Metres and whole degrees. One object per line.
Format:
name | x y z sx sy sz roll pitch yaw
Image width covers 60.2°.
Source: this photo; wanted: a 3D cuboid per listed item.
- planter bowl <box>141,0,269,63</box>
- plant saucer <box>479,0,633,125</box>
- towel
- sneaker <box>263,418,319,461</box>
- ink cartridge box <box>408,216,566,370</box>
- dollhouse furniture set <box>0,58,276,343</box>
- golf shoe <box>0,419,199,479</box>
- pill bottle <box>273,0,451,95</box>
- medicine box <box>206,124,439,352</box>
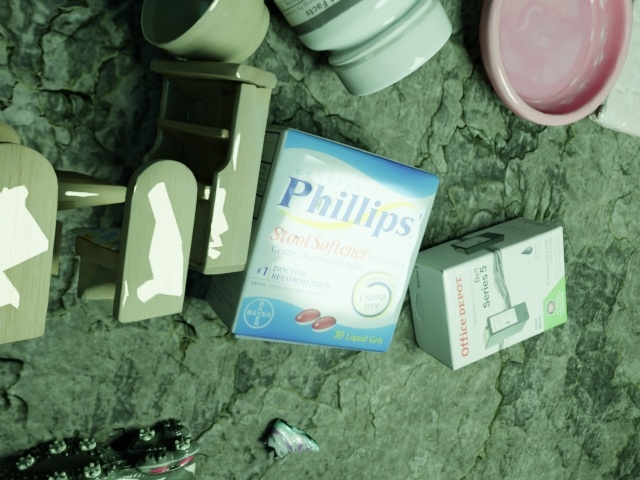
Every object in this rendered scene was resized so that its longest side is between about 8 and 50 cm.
planter bowl | -0.136 -0.296 0.712 0.109 0.162 0.162 27 90 -50
plant saucer | 0.406 -0.373 0.978 0.333 0.084 0.331 -6 105 -23
towel | 0.706 -0.362 1.139 0.332 0.053 0.316 8 98 -27
sneaker | -0.055 0.361 0.964 0.098 0.038 0.069 38 86 -18
ink cartridge box | 0.312 0.092 1.025 0.273 0.115 0.198 -18 109 -21
dollhouse furniture set | -0.256 -0.094 0.593 0.394 0.362 0.256 -2 105 -52
golf shoe | -0.314 0.353 0.804 0.273 0.105 0.120 -1 110 -25
pill bottle | 0.012 -0.387 0.722 0.204 0.204 0.361 -44 117 -10
medicine box | 0.000 0.000 0.839 0.264 0.149 0.289 12 98 -27
